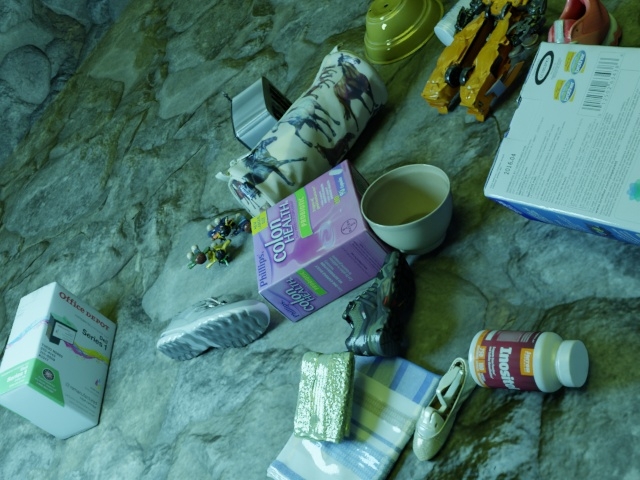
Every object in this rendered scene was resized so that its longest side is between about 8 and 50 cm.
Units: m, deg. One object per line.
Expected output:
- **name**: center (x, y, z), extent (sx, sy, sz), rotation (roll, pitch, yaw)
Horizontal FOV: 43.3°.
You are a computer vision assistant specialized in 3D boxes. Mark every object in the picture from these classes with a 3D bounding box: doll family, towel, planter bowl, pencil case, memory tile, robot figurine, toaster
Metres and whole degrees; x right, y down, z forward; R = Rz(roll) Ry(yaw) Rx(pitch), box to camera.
- **doll family**: center (-0.216, -0.002, 1.789), extent (0.193, 0.076, 0.111), rotation (-56, 19, -6)
- **towel**: center (0.051, 0.302, 1.301), extent (0.209, 0.034, 0.285), rotation (21, 71, 49)
- **planter bowl**: center (0.174, -0.527, 1.904), extent (0.217, 0.090, 0.217), rotation (-25, 41, 24)
- **pencil case**: center (-0.029, -0.224, 1.729), extent (0.410, 0.183, 0.160), rotation (-52, 20, -13)
- **memory tile**: center (0.380, -0.411, 1.671), extent (0.148, 0.012, 0.113), rotation (-21, 44, 27)
- **robot figurine**: center (0.333, -0.384, 1.611), extent (0.211, 0.085, 0.291), rotation (24, 79, 47)
- **toaster**: center (-0.126, -0.272, 1.870), extent (0.110, 0.185, 0.168), rotation (-35, 38, 20)
- **planter bowl**: center (0.166, -0.043, 1.436), extent (0.162, 0.109, 0.162), rotation (-16, 39, 14)
- **towel**: center (0.006, 0.253, 1.310), extent (0.110, 0.027, 0.148), rotation (-5, 68, 37)

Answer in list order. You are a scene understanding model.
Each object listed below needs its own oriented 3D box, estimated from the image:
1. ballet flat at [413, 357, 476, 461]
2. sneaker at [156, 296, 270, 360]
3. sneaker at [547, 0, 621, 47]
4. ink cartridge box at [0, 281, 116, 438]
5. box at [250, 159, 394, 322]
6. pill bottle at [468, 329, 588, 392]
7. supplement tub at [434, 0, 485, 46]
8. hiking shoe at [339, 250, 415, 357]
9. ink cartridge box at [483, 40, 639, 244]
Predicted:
- **ballet flat**: center (0.180, 0.250, 1.214), extent (0.057, 0.052, 0.168), rotation (15, 67, 49)
- **sneaker**: center (-0.218, 0.153, 1.626), extent (0.281, 0.105, 0.115), rotation (-17, 45, 32)
- **sneaker**: center (0.435, -0.319, 1.434), extent (0.116, 0.136, 0.314), rotation (-1, 55, 43)
- **ink cartridge box**: center (-0.579, 0.262, 1.779), extent (0.117, 0.201, 0.278), rotation (-26, 41, 22)
- **box**: center (0.000, 0.000, 1.557), extent (0.243, 0.117, 0.213), rotation (-31, 40, 18)
- **pill bottle**: center (0.297, 0.172, 1.150), extent (0.152, 0.086, 0.086), rotation (-4, 53, 41)
- **supplement tub**: center (0.307, -0.477, 1.750), extent (0.107, 0.071, 0.071), rotation (-46, 38, -3)
- **hiking shoe**: center (0.090, 0.105, 1.383), extent (0.114, 0.086, 0.227), rotation (-11, 37, 28)
- **ink cartridge box**: center (0.429, -0.147, 1.216), extent (0.395, 0.151, 0.270), rotation (21, 89, 47)
